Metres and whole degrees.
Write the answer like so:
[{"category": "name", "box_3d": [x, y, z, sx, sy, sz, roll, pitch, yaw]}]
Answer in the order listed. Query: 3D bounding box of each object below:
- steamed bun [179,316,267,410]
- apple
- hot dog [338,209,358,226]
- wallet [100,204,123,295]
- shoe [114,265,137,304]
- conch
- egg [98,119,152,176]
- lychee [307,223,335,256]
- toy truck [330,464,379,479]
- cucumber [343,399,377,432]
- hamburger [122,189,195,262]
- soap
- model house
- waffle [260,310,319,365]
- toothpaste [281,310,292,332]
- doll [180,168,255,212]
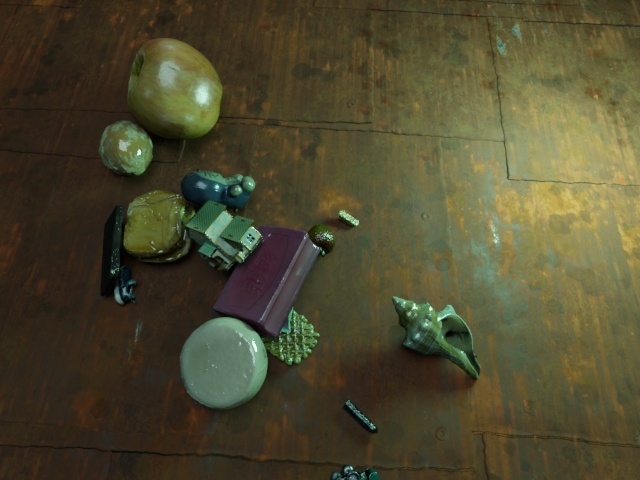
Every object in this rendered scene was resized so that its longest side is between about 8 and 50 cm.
[{"category": "steamed bun", "box_3d": [-0.298, 0.389, 1.510, 0.282, 0.177, 0.283, -2, 77, 10]}, {"category": "apple", "box_3d": [-0.573, -0.591, 1.894, 0.346, 0.391, 0.392, 14, 59, -31]}, {"category": "hot dog", "box_3d": [0.104, -0.081, 1.833, 0.090, 0.034, 0.030, 33, 56, -6]}, {"category": "wallet", "box_3d": [-0.747, 0.030, 1.702, 0.042, 0.165, 0.310, 15, 50, -35]}, {"category": "shoe", "box_3d": [-0.690, 0.157, 1.691, 0.071, 0.064, 0.143, -6, 67, -3]}, {"category": "conch", "box_3d": [0.386, 0.306, 1.587, 0.386, 0.169, 0.203, 38, 91, -19]}, {"category": "egg", "box_3d": [-0.763, -0.359, 1.867, 0.203, 0.203, 0.245, -18, 61, -9]}, {"category": "lychee", "box_3d": [0.000, 0.000, 1.749, 0.114, 0.114, 0.147, 1, 45, 0]}, {"category": "toy truck", "box_3d": [0.056, 0.747, 1.384, 0.253, 0.114, 0.124, -26, 78, -12]}, {"category": "cucumber", "box_3d": [0.130, 0.566, 1.514, 0.133, 0.032, 0.032, 40, 70, 16]}, {"category": "hamburger", "box_3d": [-0.587, -0.052, 1.751, 0.259, 0.145, 0.283, 1, 68, 11]}, {"category": "soap", "box_3d": [-0.181, 0.132, 1.633, 0.232, 0.128, 0.360, 8, 59, 35]}, {"category": "model house", "box_3d": [-0.361, -0.020, 1.642, 0.206, 0.271, 0.178, 49, 62, -21]}, {"category": "waffle", "box_3d": [-0.104, 0.329, 1.626, 0.183, 0.036, 0.169, 35, 67, 15]}, {"category": "toothpaste", "box_3d": [-0.116, 0.185, 1.678, 0.074, 0.048, 0.297, 6, 58, 7]}, {"category": "doll", "box_3d": [-0.393, -0.198, 1.789, 0.258, 0.228, 0.154, 12, 99, -30]}]
